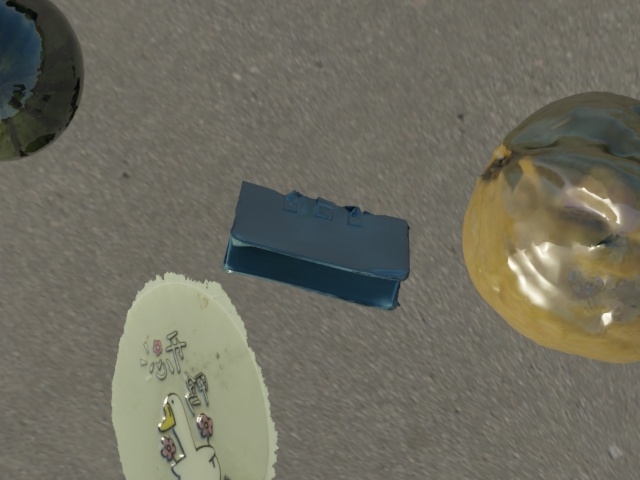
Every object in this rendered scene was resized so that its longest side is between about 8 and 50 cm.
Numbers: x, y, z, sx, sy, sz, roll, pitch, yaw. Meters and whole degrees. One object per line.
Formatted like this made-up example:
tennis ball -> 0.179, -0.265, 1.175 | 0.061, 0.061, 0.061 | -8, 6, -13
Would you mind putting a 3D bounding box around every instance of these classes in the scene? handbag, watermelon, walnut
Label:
handbag -> 0.000, 0.000, 1.483 | 0.221, 0.057, 0.144 | 13, 39, -2
watermelon -> -0.186, -0.093, 0.688 | 0.105, 0.105, 0.133 | -39, 24, 3
walnut -> 0.386, -0.019, 1.645 | 0.384, 0.383, 0.383 | -5, 73, 15

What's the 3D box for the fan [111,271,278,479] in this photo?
fan -> -0.086, 0.226, 0.976 | 0.233, 0.012, 0.414 | -29, 71, 48
